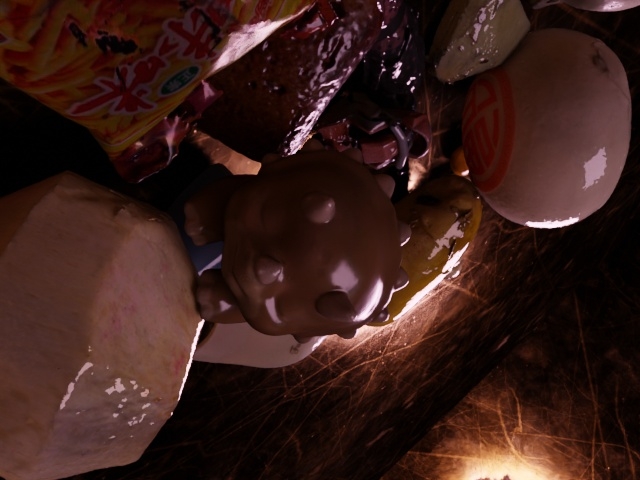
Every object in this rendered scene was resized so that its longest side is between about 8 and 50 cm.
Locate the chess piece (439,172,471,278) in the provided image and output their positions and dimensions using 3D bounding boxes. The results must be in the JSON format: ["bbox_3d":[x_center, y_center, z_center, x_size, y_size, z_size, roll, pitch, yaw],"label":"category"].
[{"bbox_3d":[0.224,-0.032,1.349,0.090,0.090,0.201,-28,138,-34],"label":"chess piece"}]

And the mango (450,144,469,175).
[{"bbox_3d":[0.245,-0.136,1.260,0.060,0.046,0.089,-52,167,16],"label":"mango"}]

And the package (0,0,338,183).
[{"bbox_3d":[-0.140,-0.171,0.506,0.223,0.109,0.288,-30,152,15],"label":"package"}]

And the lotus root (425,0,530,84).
[{"bbox_3d":[0.205,-0.262,0.978,0.144,0.070,0.143,-53,153,16],"label":"lotus root"}]

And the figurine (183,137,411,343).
[{"bbox_3d":[-0.001,0.004,0.681,0.247,0.172,0.177,25,63,-68],"label":"figurine"}]

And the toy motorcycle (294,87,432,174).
[{"bbox_3d":[0.048,-0.112,0.901,0.212,0.118,0.084,-37,144,-18],"label":"toy motorcycle"}]

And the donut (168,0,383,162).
[{"bbox_3d":[-0.043,-0.153,0.663,0.187,0.126,0.144,-56,-172,1],"label":"donut"}]

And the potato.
[{"bbox_3d":[0.145,0.017,1.215,0.173,0.140,0.300,-13,146,-52],"label":"potato"}]

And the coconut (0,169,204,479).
[{"bbox_3d":[-0.228,0.067,0.638,0.259,0.259,0.259,-35,153,-22],"label":"coconut"}]

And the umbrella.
[{"bbox_3d":[0.045,-0.240,0.742,0.090,0.094,0.326,-30,156,8],"label":"umbrella"}]

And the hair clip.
[{"bbox_3d":[-0.037,0.098,1.086,0.282,0.113,0.173,-23,146,-39],"label":"hair clip"}]

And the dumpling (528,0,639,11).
[{"bbox_3d":[0.386,-0.375,1.041,0.247,0.142,0.172,-23,-179,-15],"label":"dumpling"}]

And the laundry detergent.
[{"bbox_3d":[-0.152,0.017,0.808,0.206,0.096,0.061,-45,164,-4],"label":"laundry detergent"}]

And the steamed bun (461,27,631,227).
[{"bbox_3d":[0.297,-0.157,1.072,0.177,0.283,0.283,-1,140,-11],"label":"steamed bun"}]
